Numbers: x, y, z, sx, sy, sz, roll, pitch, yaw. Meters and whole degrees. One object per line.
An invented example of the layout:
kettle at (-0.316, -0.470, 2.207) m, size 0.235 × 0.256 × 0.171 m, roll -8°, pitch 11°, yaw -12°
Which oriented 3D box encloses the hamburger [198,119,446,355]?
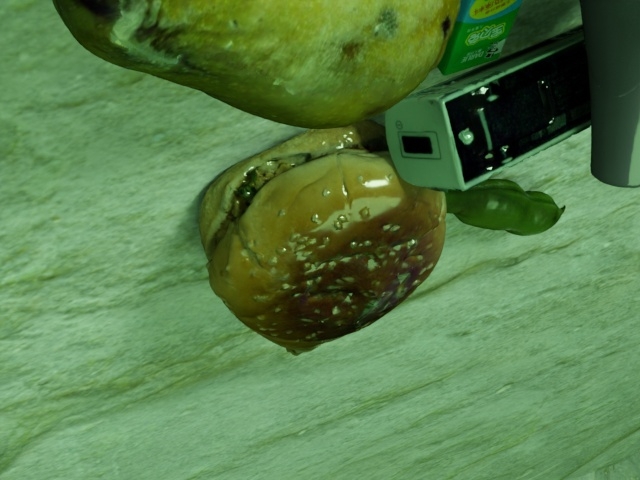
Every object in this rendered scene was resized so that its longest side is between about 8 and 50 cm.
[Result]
hamburger at (0.000, 0.000, 1.171) m, size 0.243 × 0.146 × 0.286 m, roll -4°, pitch 146°, yaw -31°

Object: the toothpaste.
toothpaste at (0.145, -0.244, 0.968) m, size 0.065 × 0.050 × 0.267 m, roll -22°, pitch 154°, yaw -22°

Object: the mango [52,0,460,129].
mango at (-0.040, -0.169, 0.772) m, size 0.329 × 0.176 × 0.176 m, roll 0°, pitch 129°, yaw -39°

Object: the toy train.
toy train at (0.232, -0.152, 1.139) m, size 0.407 × 0.086 × 0.088 m, roll -25°, pitch -163°, yaw -35°

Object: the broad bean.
broad bean at (0.174, -0.036, 1.378) m, size 0.318 × 0.056 × 0.098 m, roll -3°, pitch 151°, yaw -34°

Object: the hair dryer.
hair dryer at (0.364, -0.237, 1.096) m, size 0.361 × 0.121 × 0.301 m, roll -28°, pitch 130°, yaw -35°
